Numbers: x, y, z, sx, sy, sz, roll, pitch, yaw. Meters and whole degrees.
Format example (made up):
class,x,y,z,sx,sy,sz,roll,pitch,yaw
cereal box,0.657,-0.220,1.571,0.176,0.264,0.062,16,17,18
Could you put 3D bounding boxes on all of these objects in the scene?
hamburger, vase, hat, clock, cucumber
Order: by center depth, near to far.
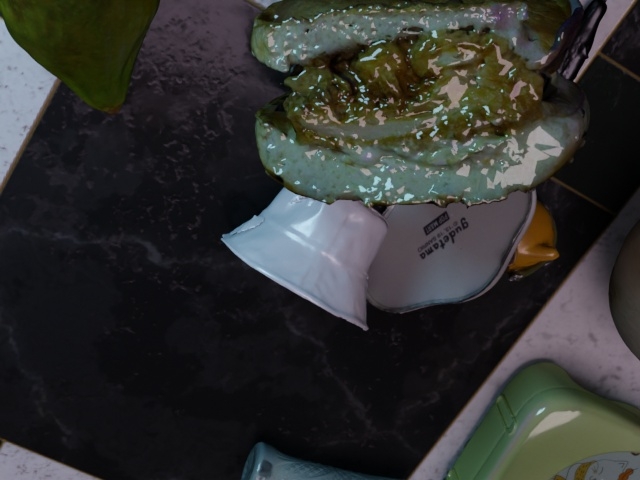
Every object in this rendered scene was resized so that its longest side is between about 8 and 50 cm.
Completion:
class,x,y,z,sx,sy,sz,roll,pitch,yaw
hamburger,0.101,-0.167,1.025,0.318,0.277,0.195,0,114,16
cucumber,0.280,-0.206,1.154,0.043,0.039,0.163,8,119,-33
hat,0.000,0.000,1.169,0.203,0.203,0.126,34,91,-20
vase,0.007,0.331,1.369,0.219,0.096,0.096,20,113,-12
clock,0.358,0.336,1.390,0.348,0.117,0.286,22,112,-17

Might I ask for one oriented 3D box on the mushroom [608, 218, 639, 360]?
class,x,y,z,sx,sy,sz,roll,pitch,yaw
mushroom,0.502,0.014,1.183,0.362,0.294,0.362,-7,146,-5

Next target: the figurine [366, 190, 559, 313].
class,x,y,z,sx,sy,sz,roll,pitch,yaw
figurine,0.176,0.000,1.227,0.250,0.166,0.141,-27,157,35

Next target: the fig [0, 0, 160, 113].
class,x,y,z,sx,sy,sz,roll,pitch,yaw
fig,-0.241,-0.250,1.031,0.167,0.167,0.233,7,153,-9
